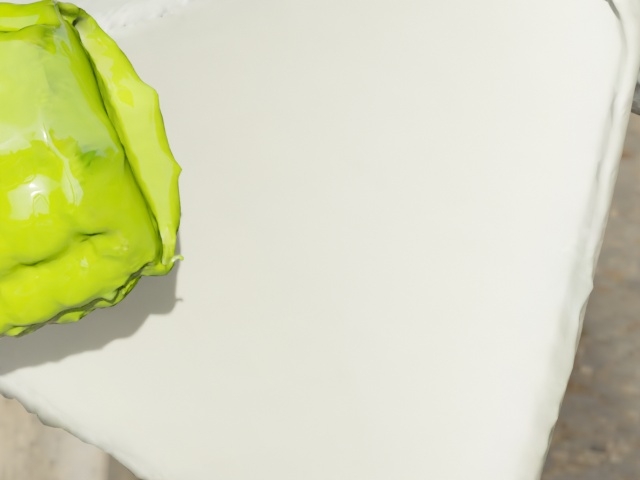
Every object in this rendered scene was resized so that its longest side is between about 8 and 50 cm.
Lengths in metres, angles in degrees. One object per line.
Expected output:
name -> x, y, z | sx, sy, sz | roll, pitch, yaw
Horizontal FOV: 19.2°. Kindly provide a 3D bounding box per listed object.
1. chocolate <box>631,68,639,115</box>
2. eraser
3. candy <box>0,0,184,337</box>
chocolate -> 0.225, -0.138, 1.390 | 0.248, 0.110, 0.110 | 0, 13, 37
eraser -> 0.000, 0.000, 0.771 | 0.331, 0.331, 0.150 | 8, 35, 5
candy -> -0.144, -0.003, 0.574 | 0.209, 0.097, 0.097 | -17, 14, 17
